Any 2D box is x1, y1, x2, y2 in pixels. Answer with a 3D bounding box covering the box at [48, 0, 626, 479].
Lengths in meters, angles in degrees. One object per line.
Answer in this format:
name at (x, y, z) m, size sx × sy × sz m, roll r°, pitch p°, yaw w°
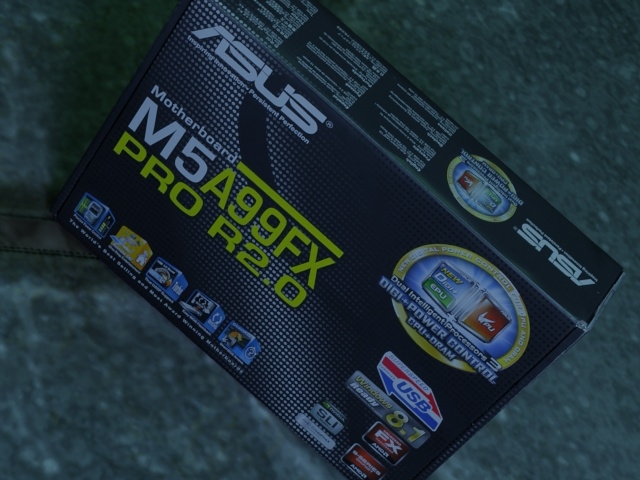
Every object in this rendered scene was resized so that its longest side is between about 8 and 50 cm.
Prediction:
box at (0.000, 0.000, 1.022) m, size 0.270 × 0.216 × 0.060 m, roll 42°, pitch 46°, yaw 1°
